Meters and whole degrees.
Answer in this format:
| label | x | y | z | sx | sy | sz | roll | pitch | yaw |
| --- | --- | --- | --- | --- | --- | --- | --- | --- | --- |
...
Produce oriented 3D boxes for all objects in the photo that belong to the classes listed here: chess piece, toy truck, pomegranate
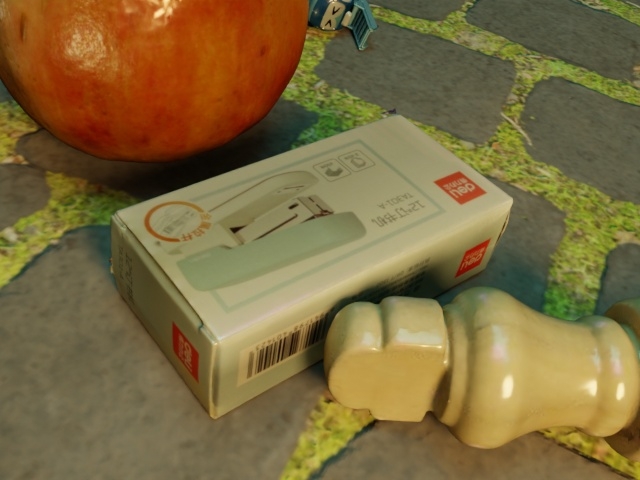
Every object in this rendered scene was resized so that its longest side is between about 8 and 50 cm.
| label | x | y | z | sx | sy | sz | roll | pitch | yaw |
| --- | --- | --- | --- | --- | --- | --- | --- | --- | --- |
| chess piece | 0.200 | 0.089 | 0.441 | 0.397 | 0.117 | 0.117 | 5 | 42 | -4 |
| toy truck | 0.030 | -0.262 | 0.826 | 0.090 | 0.056 | 0.073 | 38 | 41 | 10 |
| pomegranate | -0.134 | -0.202 | 0.563 | 0.252 | 0.270 | 0.229 | -12 | 38 | -33 |

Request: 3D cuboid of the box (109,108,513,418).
| label | x | y | z | sx | sy | sz | roll | pitch | yaw |
| --- | --- | --- | --- | --- | --- | --- | --- | --- | --- |
| box | 0.000 | 0.000 | 0.512 | 0.269 | 0.079 | 0.135 | -23 | 53 | -32 |
